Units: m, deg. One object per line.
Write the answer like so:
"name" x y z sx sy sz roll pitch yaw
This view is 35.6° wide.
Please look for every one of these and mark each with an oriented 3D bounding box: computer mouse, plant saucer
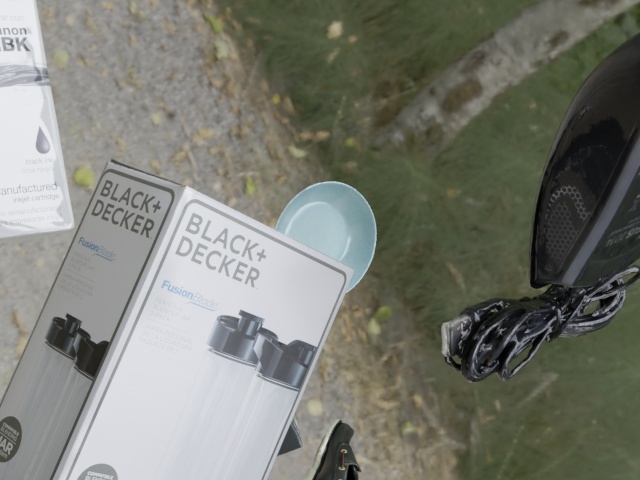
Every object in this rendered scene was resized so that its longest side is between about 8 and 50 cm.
"computer mouse" 0.177 -0.037 0.637 0.188 0.272 0.072 -12 48 -42
"plant saucer" 0.000 0.000 1.585 0.195 0.037 0.195 -8 106 -30

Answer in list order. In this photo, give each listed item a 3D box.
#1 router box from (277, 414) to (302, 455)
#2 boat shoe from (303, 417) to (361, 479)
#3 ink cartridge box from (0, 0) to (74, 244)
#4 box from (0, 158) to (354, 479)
"router box" -0.079 0.164 1.248 0.133 0.046 0.179 -108 177 -52
"boat shoe" 0.010 0.188 0.795 0.133 0.042 0.049 -58 164 -68
"ink cartridge box" -0.374 -0.127 0.981 0.197 0.114 0.272 -10 89 -39
"box" -0.110 0.114 0.641 0.169 0.087 0.290 29 82 -45
